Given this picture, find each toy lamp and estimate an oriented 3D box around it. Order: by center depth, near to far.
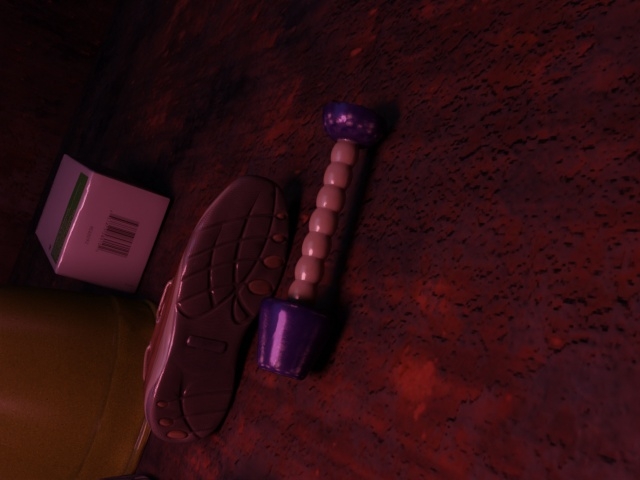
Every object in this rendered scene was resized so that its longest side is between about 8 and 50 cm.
[{"bbox_3d":[0.000,0.000,0.672,0.080,0.080,0.275,-1,70,58],"label":"toy lamp"}]

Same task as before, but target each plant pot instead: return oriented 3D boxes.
[{"bbox_3d":[-0.478,0.214,1.020,0.366,0.352,0.367,-37,41,41],"label":"plant pot"}]

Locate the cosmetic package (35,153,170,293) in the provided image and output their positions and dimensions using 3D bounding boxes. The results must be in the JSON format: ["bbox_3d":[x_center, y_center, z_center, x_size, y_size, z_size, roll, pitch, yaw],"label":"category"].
[{"bbox_3d":[-0.440,-0.044,1.330,0.365,0.155,0.197,21,91,59],"label":"cosmetic package"}]

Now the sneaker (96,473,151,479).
[{"bbox_3d":[-0.243,0.377,0.784,0.281,0.105,0.115,-134,42,-70],"label":"sneaker"}]

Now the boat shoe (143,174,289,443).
[{"bbox_3d":[-0.139,0.071,0.807,0.116,0.123,0.325,18,85,62],"label":"boat shoe"}]
